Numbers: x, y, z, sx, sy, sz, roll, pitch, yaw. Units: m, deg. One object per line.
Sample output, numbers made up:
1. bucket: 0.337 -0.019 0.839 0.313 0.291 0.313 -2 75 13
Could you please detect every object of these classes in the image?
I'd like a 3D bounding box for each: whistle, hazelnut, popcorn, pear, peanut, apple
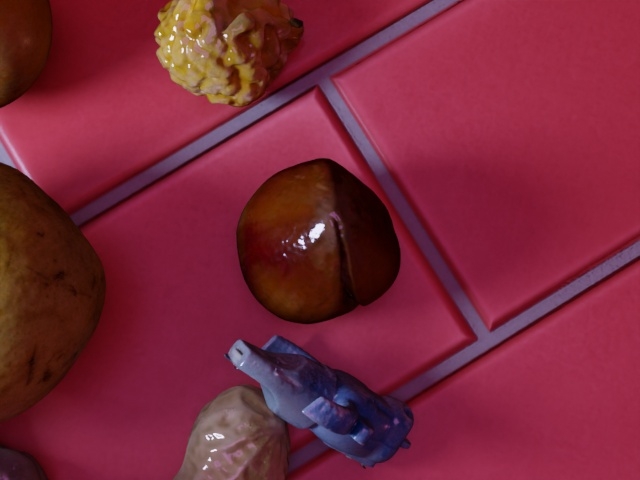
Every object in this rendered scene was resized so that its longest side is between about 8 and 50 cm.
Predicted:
1. whistle: 0.007 0.186 1.300 0.269 0.180 0.093 35 95 -29
2. hazelnut: 0.000 0.000 1.302 0.208 0.208 0.208 0 83 0
3. popcorn: -0.112 -0.253 1.371 0.170 0.180 0.179 11 82 30
4. pear: -0.403 0.067 1.244 0.304 0.304 0.303 0 83 0
5. peanut: -0.128 0.313 1.303 0.136 0.120 0.298 27 84 32
6. apple: -0.432 -0.268 1.324 0.237 0.237 0.207 -2 59 0

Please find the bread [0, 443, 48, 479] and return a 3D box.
1. bread: -0.437 0.297 1.317 0.337 0.102 0.183 40 85 4
